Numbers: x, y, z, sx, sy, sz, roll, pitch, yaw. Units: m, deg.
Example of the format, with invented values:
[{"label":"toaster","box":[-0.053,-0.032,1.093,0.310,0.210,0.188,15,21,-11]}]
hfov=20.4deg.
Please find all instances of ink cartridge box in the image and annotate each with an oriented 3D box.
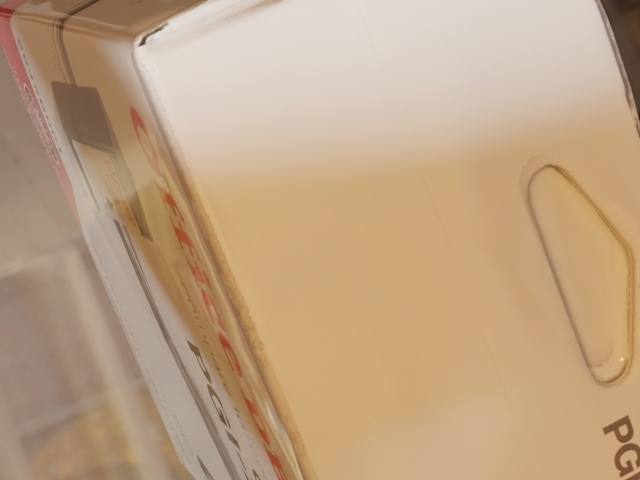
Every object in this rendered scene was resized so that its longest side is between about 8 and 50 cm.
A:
[{"label":"ink cartridge box","box":[0.000,0.000,0.439,0.092,0.158,0.218,-26,-165,-14]}]
